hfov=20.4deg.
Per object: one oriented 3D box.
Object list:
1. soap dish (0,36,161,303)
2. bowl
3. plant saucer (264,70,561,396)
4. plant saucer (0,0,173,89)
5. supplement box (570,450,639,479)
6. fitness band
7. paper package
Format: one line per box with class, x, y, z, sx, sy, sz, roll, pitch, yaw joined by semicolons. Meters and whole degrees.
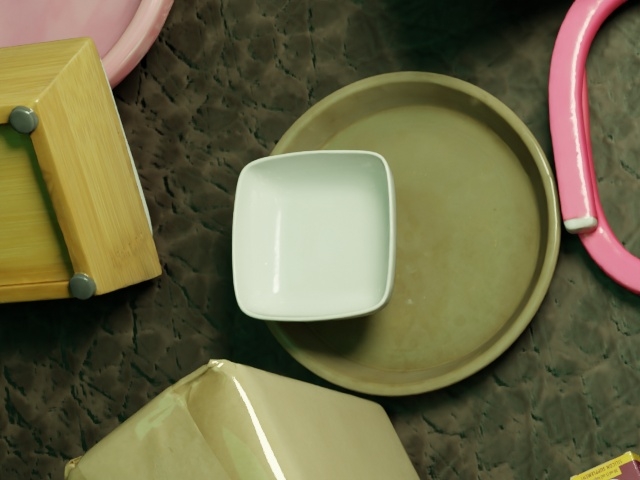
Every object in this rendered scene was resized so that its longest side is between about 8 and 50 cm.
soap dish;-0.307;-0.047;1.562;0.291;0.118;0.229;-5;116;19
bowl;0.000;0.000;1.478;0.142;0.053;0.142;-3;79;20
plant saucer;0.070;-0.005;1.502;0.278;0.041;0.278;-4;78;20
plant saucer;-0.269;-0.258;1.659;0.332;0.084;0.332;-5;77;20
supplement box;0.238;0.214;1.391;0.055;0.043;0.083;-27;72;13
fitness band;0.291;-0.094;1.427;0.209;0.054;0.291;-9;78;19
paper package;0.000;0.277;1.326;0.168;0.309;0.325;-33;69;15
